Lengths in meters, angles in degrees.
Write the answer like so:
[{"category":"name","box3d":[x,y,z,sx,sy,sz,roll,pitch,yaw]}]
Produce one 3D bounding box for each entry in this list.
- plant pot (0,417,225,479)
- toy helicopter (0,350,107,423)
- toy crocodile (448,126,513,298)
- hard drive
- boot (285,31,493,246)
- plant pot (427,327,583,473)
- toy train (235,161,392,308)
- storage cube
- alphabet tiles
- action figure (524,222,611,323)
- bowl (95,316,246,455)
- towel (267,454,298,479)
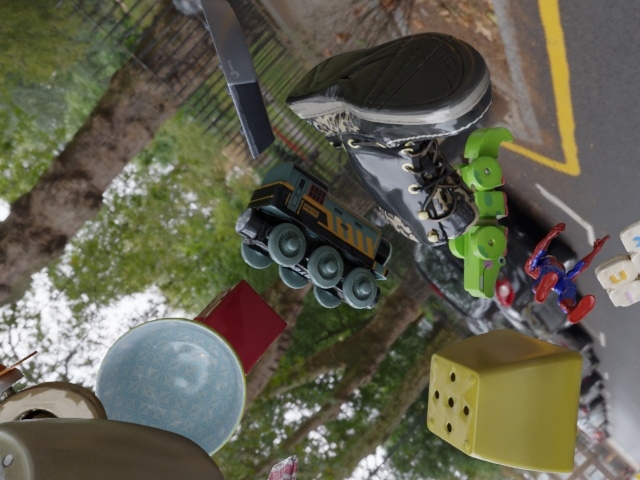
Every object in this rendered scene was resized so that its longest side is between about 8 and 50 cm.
[{"category":"plant pot","box3d":[-0.254,0.281,0.649,0.256,0.256,0.274,46,170,33]},{"category":"toy helicopter","box3d":[-0.492,0.288,0.956,0.140,0.355,0.235,-99,-1,-82]},{"category":"toy crocodile","box3d":[0.321,-0.057,1.283,0.105,0.340,0.115,1,175,-16]},{"category":"hard drive","box3d":[-0.136,-0.275,1.070,0.172,0.054,0.254,75,175,-51]},{"category":"boot","box3d":[0.132,-0.120,0.885,0.284,0.138,0.377,49,162,-28]},{"category":"plant pot","box3d":[0.309,0.282,1.159,0.187,0.212,0.212,2,-176,-24]},{"category":"toy train","box3d":[0.000,0.000,1.221,0.334,0.190,0.142,32,159,-28]},{"category":"storage cube","box3d":[-0.245,0.254,1.844,0.215,0.193,0.184,46,150,-9]},{"category":"alphabet tiles","box3d":[0.583,0.012,1.028,0.278,0.284,0.021,40,-153,-42]},{"category":"action figure","box3d":[0.390,0.031,1.024,0.091,0.139,0.280,35,-168,7]},{"category":"bowl","box3d":[-0.282,0.287,1.312,0.289,0.289,0.156,44,-178,0]},{"category":"towel","box3d":[-0.089,0.485,1.162,0.029,0.197,0.144,21,149,-10]}]
